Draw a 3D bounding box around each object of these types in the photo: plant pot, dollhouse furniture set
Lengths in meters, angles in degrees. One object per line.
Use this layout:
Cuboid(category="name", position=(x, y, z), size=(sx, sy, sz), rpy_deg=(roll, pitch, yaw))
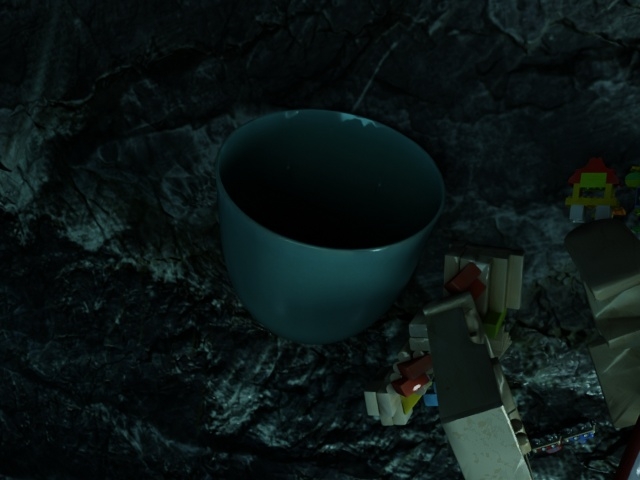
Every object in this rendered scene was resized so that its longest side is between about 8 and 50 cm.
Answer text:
Cuboid(category="plant pot", position=(0.000, 0.000, 1.064), size=(0.293, 0.293, 0.235), rpy_deg=(23, 133, 15))
Cuboid(category="dollhouse furniture set", position=(0.343, 0.145, 0.927), size=(0.394, 0.256, 0.362), rpy_deg=(-20, 111, 11))

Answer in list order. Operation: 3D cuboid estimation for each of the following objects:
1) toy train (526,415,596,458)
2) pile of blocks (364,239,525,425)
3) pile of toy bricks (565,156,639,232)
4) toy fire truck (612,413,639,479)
Cuboid(category="toy train", position=(0.340, 0.299, 1.166), size=(0.158, 0.027, 0.036), rpy_deg=(-30, 99, 31))
Cuboid(category="pile of blocks", position=(0.179, 0.166, 1.138), size=(0.149, 0.112, 0.362), rpy_deg=(31, 120, 11))
Cuboid(category="pile of toy bricks", position=(0.421, -0.060, 0.957), size=(0.212, 0.118, 0.105), rpy_deg=(4, 77, 34))
Cuboid(category="toy fire truck", position=(0.430, 0.186, 0.726), size=(0.254, 0.169, 0.302), rpy_deg=(17, 113, 15))
